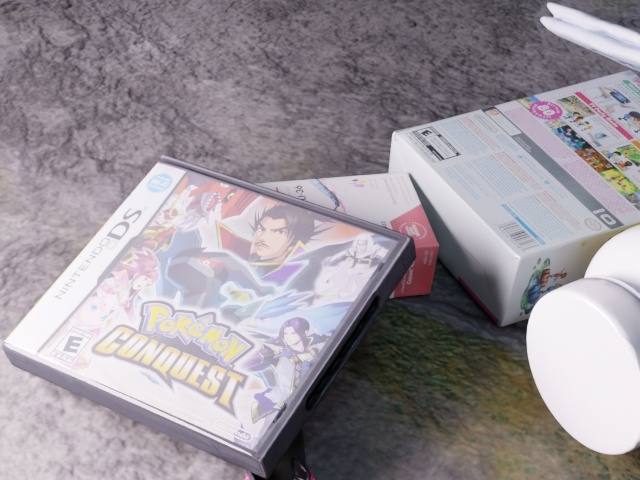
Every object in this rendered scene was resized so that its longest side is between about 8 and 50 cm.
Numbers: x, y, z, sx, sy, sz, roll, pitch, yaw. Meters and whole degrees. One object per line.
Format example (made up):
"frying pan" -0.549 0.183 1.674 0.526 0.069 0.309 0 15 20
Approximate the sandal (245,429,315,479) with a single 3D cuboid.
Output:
"sandal" -0.032 0.194 1.008 0.067 0.040 0.179 -3 41 -10

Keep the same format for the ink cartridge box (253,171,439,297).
"ink cartridge box" 0.000 0.000 1.221 0.198 0.067 0.115 -6 42 -13

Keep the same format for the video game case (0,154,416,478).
"video game case" -0.095 0.051 1.105 0.274 0.035 0.248 19 55 27

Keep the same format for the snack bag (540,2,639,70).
"snack bag" 0.420 -0.146 1.283 0.342 0.037 0.323 20 11 -17

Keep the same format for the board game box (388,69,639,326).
"board game box" 0.252 -0.051 1.288 0.303 0.098 0.224 -16 44 -23

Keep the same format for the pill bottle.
"pill bottle" 0.349 0.056 1.100 0.334 0.188 0.188 -20 46 -26
